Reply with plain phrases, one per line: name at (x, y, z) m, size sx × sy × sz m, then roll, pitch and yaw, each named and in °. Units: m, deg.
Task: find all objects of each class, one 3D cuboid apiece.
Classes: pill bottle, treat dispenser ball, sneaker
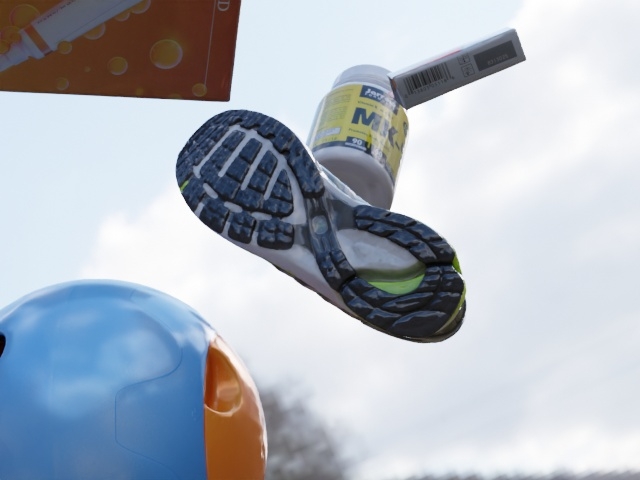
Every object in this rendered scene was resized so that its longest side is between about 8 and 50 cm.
pill bottle at (0.043, -0.114, 2.189) m, size 0.119 × 0.208 × 0.119 m, roll 6°, pitch -51°, yaw 8°
treat dispenser ball at (-0.189, 0.176, 1.558) m, size 0.288 × 0.288 × 0.288 m, roll -21°, pitch -19°, yaw -7°
sneaker at (0.000, 0.000, 1.524) m, size 0.111 × 0.300 × 0.121 m, roll -49°, pitch -26°, yaw -7°

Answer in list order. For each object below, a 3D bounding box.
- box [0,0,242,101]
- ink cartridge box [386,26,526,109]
box at (-0.258, -0.278, 1.881) m, size 0.345 × 0.168 × 0.215 m, roll 1°, pitch -59°, yaw -12°
ink cartridge box at (0.144, -0.198, 2.043) m, size 0.145 × 0.045 × 0.179 m, roll -22°, pitch 13°, yaw 0°
